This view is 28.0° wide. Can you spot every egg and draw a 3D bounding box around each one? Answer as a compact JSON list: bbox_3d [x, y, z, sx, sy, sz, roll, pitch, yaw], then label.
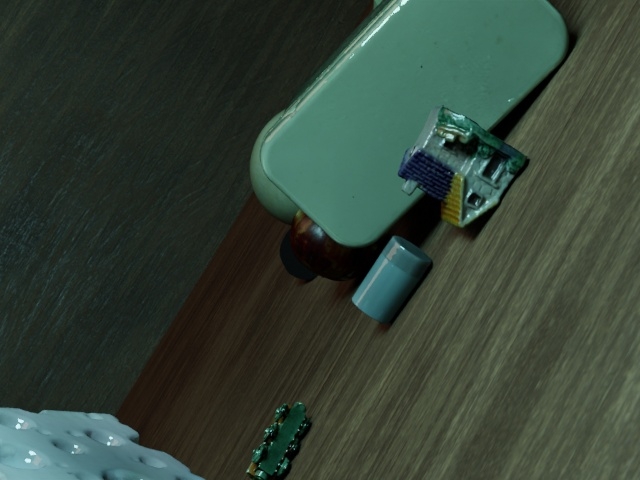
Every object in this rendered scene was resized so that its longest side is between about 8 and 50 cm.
[{"bbox_3d":[-0.013,-0.116,1.973,0.253,0.186,0.187,-43,17,54],"label":"egg"}]

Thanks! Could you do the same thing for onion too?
[{"bbox_3d":[0.015,-0.005,1.648,0.118,0.117,0.119,-36,-43,-42],"label":"onion"}]

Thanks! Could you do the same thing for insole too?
[{"bbox_3d":[0.000,0.000,1.911,0.005,0.086,0.253,-19,-9,-32],"label":"insole"}]

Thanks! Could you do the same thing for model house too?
[{"bbox_3d":[0.137,-0.071,1.304,0.100,0.100,0.088,-58,11,5],"label":"model house"}]

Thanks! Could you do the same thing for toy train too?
[{"bbox_3d":[-0.050,0.231,1.453,0.103,0.044,0.064,-60,6,-29],"label":"toy train"}]

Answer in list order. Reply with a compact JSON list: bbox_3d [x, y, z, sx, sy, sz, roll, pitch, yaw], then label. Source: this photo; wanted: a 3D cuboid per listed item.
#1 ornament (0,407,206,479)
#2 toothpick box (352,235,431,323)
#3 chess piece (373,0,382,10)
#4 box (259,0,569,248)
[{"bbox_3d":[-0.253,0.309,1.183,0.239,0.239,0.240,25,99,42],"label":"ornament"},{"bbox_3d":[0.077,0.043,1.389,0.083,0.052,0.052,-56,9,12],"label":"toothpick box"},{"bbox_3d":[0.121,-0.356,2.158,0.299,0.194,0.195,-61,5,40],"label":"chess piece"},{"bbox_3d":[0.106,-0.200,1.551,0.352,0.177,0.344,-45,10,14],"label":"box"}]
